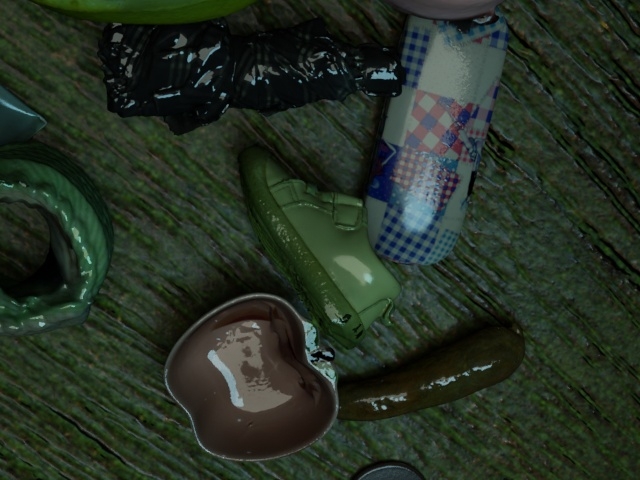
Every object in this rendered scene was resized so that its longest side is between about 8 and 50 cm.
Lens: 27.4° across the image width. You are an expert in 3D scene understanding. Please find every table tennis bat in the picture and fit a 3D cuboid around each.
[{"bbox_3d":[0.065,0.349,1.624,0.170,0.119,0.107,-10,103,-6],"label":"table tennis bat"}]

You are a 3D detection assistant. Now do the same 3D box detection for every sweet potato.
[{"bbox_3d":[0.127,0.174,1.621,0.273,0.075,0.075,-20,104,3],"label":"sweet potato"}]

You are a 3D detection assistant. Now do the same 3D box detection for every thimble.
[{"bbox_3d":[-0.341,0.004,1.480,0.219,0.150,0.219,-2,107,-6],"label":"thimble"}]

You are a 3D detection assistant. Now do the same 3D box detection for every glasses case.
[{"bbox_3d":[0.131,-0.130,1.547,0.125,0.076,0.327,12,100,-6],"label":"glasses case"}]

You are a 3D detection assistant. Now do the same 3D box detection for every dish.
[{"bbox_3d":[-0.078,0.157,1.581,0.213,0.090,0.213,-1,102,-4],"label":"dish"}]

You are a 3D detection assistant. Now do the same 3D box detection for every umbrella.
[{"bbox_3d":[-0.079,-0.211,1.478,0.336,0.128,0.154,-11,114,0],"label":"umbrella"}]

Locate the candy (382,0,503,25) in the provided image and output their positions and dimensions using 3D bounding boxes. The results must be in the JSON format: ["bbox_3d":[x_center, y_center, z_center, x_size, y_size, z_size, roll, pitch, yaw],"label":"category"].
[{"bbox_3d":[0.141,-0.362,1.457,0.255,0.094,0.255,2,82,-11],"label":"candy"}]

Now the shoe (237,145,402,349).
[{"bbox_3d":[-0.007,0.004,1.518,0.128,0.140,0.262,-24,73,-22],"label":"shoe"}]

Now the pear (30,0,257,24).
[{"bbox_3d":[-0.234,-0.358,1.370,0.318,0.238,0.342,-21,87,1],"label":"pear"}]

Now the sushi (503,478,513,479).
[{"bbox_3d":[0.325,0.473,1.715,0.264,0.050,0.290,11,101,-9],"label":"sushi"}]

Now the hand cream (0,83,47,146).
[{"bbox_3d":[-0.458,-0.204,1.472,0.111,0.070,0.312,-42,108,10],"label":"hand cream"}]
